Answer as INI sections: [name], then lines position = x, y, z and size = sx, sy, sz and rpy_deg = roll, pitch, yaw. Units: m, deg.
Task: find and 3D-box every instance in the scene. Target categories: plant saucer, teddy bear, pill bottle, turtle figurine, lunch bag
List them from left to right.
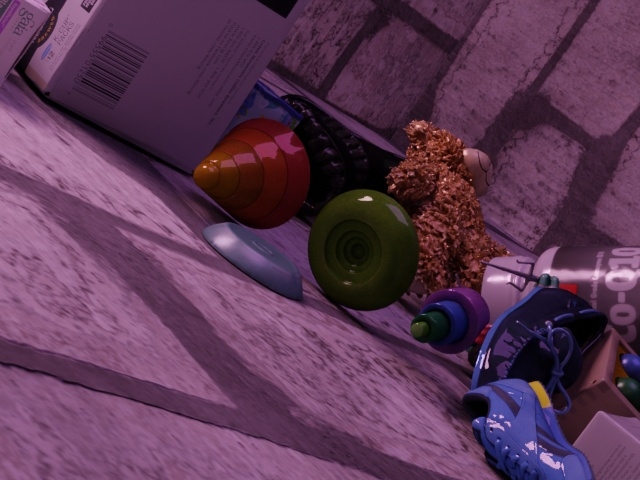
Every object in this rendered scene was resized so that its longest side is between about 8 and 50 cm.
[lunch bag]
position = -0.111, -0.140, 1.788
size = 0.096, 0.129, 0.151
rpy_deg = 34, 5, -41
[plant saucer]
position = -0.061, 0.015, 1.473
size = 0.119, 0.021, 0.119
rpy_deg = 34, 8, -6
[teddy bear]
position = 0.169, -0.021, 1.937
size = 0.245, 0.113, 0.338
rpy_deg = 49, 31, -10
[turtle figurine]
position = 0.221, 0.117, 1.716
size = 0.234, 0.118, 0.175
rpy_deg = 34, -30, -26
[pill bottle]
position = 0.348, 0.086, 1.828
size = 0.283, 0.161, 0.161
rpy_deg = -1, -7, 23

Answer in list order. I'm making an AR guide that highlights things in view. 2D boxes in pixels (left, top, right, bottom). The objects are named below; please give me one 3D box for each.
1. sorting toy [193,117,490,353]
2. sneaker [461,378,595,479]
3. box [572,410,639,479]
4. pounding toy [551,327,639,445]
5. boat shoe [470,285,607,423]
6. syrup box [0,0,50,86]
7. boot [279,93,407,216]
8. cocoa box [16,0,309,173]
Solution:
[sorting toy]
position = 0.000, 0.000, 1.519
size = 0.365, 0.127, 0.126
rpy_deg = 37, 20, 22
[sneaker]
position = 0.180, 0.194, 1.318
size = 0.082, 0.069, 0.209
rpy_deg = -1, 29, -13
[box]
position = 0.316, 0.248, 1.399
size = 0.170, 0.091, 0.130
rpy_deg = 39, 9, 27
[pounding toy]
position = 0.343, 0.187, 1.613
size = 0.181, 0.094, 0.206
rpy_deg = 48, 26, -6
[boat shoe]
position = 0.225, 0.108, 1.514
size = 0.089, 0.109, 0.258
rpy_deg = 13, 32, 23
[syrup box]
position = -0.358, -0.247, 1.533
size = 0.096, 0.093, 0.237
rpy_deg = 31, 9, -28
[boot]
position = 0.041, -0.078, 2.047
size = 0.348, 0.131, 0.260
rpy_deg = 31, 6, -2
[cocoa box]
position = -0.174, -0.300, 1.685
size = 0.231, 0.347, 0.228
rpy_deg = 27, 11, -41
